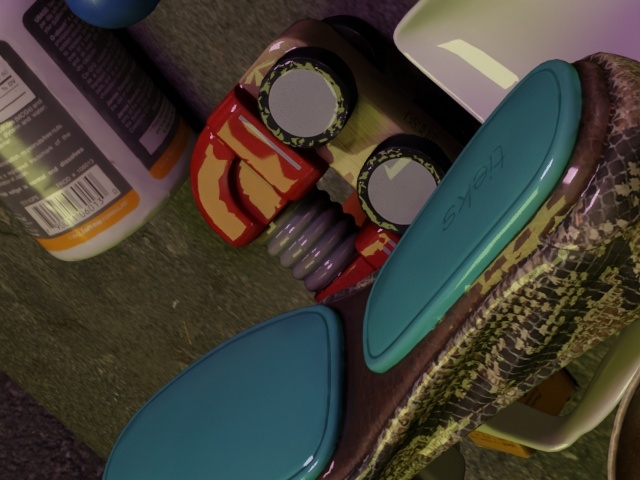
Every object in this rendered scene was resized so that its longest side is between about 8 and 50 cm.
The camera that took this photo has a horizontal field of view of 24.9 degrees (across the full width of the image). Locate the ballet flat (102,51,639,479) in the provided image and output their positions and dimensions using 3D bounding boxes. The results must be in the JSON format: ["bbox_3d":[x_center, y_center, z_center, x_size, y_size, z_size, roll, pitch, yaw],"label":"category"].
[{"bbox_3d":[0.061,0.085,0.834,0.182,0.164,0.483,29,132,-23],"label":"ballet flat"}]

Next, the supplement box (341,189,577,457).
[{"bbox_3d":[0.096,0.063,1.119,0.233,0.078,0.080,49,155,-20],"label":"supplement box"}]

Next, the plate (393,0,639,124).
[{"bbox_3d":[0.194,-0.080,0.754,0.277,0.045,0.278,40,157,-3],"label":"plate"}]

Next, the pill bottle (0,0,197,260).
[{"bbox_3d":[-0.239,-0.130,1.164,0.278,0.162,0.162,51,154,-24],"label":"pill bottle"}]

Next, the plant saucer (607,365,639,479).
[{"bbox_3d":[0.303,0.131,0.732,0.311,0.050,0.310,11,121,19],"label":"plant saucer"}]

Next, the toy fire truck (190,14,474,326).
[{"bbox_3d":[0.000,0.000,0.966,0.217,0.158,0.246,41,115,-5],"label":"toy fire truck"}]

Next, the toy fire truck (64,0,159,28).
[{"bbox_3d":[-0.103,-0.226,0.595,0.169,0.254,0.302,28,-169,41],"label":"toy fire truck"}]
